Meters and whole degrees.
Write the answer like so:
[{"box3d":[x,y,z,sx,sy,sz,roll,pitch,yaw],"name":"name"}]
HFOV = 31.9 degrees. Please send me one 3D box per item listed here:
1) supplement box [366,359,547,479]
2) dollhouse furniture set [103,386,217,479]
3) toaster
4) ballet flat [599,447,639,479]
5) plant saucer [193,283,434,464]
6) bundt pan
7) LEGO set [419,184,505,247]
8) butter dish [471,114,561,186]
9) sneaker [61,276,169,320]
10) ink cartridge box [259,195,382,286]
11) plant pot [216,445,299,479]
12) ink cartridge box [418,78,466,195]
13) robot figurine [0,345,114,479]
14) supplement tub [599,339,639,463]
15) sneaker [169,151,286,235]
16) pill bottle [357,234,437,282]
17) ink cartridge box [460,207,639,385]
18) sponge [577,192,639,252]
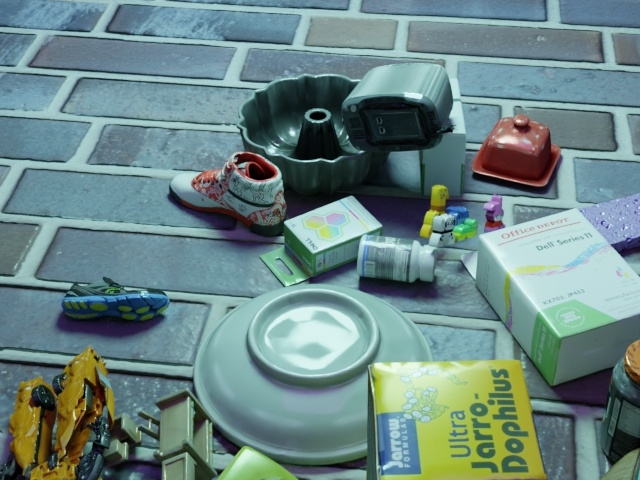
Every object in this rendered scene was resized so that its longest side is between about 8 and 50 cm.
[{"box3d":[0.159,0.344,1.429,0.195,0.356,0.194,-2,40,-1],"name":"supplement box"},{"box3d":[-0.244,0.342,1.674,0.161,0.101,0.182,-23,38,12],"name":"dollhouse furniture set"},{"box3d":[0.159,-0.255,2.119,0.227,0.129,0.146,-1,39,25],"name":"toaster"},{"box3d":[0.398,0.427,1.539,0.124,0.116,0.342,-9,40,21],"name":"ballet flat"},{"box3d":[-0.010,0.183,1.831,0.400,0.100,0.400,0,40,0],"name":"plant saucer"},{"box3d":[-0.005,-0.206,2.285,0.331,0.124,0.331,0,40,0],"name":"bundt pan"},{"box3d":[0.249,-0.055,2.071,0.087,0.093,0.227,12,16,38],"name":"LEGO set"},{"box3d":[0.402,-0.201,2.275,0.160,0.118,0.160,14,41,18],"name":"butter dish"},{"box3d":[-0.359,0.097,1.966,0.188,0.067,0.078,0,45,6],"name":"sneaker"},{"box3d":[0.000,0.000,2.081,0.209,0.062,0.109,-21,44,-23],"name":"ink cartridge box"},{"box3d":[-0.069,0.442,1.426,0.207,0.228,0.227,23,44,15],"name":"plant pot"},{"box3d":[0.242,-0.211,2.264,0.087,0.153,0.208,-1,38,3],"name":"ink cartridge box"},{"box3d":[-0.388,0.301,1.672,0.211,0.085,0.291,-28,38,14],"name":"robot figurine"},{"box3d":[0.487,0.244,1.674,0.117,0.190,0.117,0,39,0],"name":"supplement tub"},{"box3d":[-0.181,-0.118,2.163,0.270,0.145,0.090,23,45,26],"name":"sneaker"},{"box3d":[0.139,0.034,2.024,0.137,0.078,0.078,7,40,9],"name":"pill bottle"},{"box3d":[0.405,0.068,1.946,0.207,0.119,0.353,-15,41,-15],"name":"ink cartridge box"},{"box3d":[0.595,-0.037,2.140,0.210,0.031,0.117,-15,41,-16],"name":"sponge"}]
